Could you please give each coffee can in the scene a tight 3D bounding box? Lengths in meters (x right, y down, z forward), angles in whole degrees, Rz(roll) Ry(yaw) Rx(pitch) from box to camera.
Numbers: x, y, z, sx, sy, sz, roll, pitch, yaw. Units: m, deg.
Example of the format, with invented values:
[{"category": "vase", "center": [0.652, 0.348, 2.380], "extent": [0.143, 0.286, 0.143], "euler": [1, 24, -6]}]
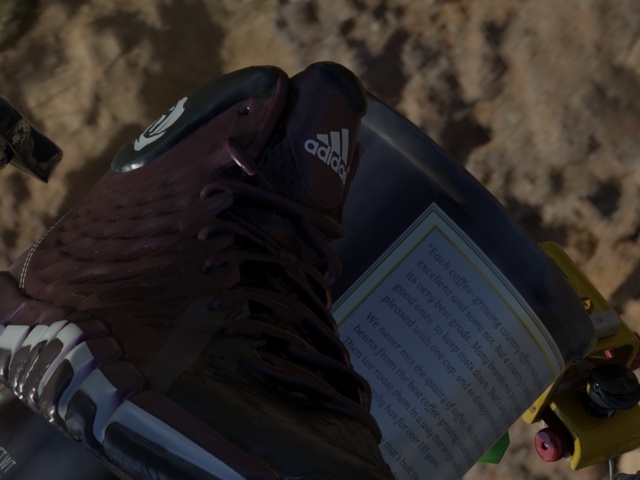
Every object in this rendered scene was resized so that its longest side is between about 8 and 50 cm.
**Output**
[{"category": "coffee can", "center": [-0.027, 0.080, 0.989], "extent": [0.201, 0.201, 0.275], "euler": [44, 83, 6]}]

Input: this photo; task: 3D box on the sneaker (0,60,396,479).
[{"category": "sneaker", "center": [-0.021, 0.011, 0.655], "extent": [0.106, 0.162, 0.281], "euler": [44, 170, -32]}]

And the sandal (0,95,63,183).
[{"category": "sandal", "center": [-0.223, -0.070, 1.209], "extent": [0.097, 0.254, 0.054], "euler": [29, 85, 18]}]

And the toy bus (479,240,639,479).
[{"category": "toy bus", "center": [0.200, 0.094, 1.570], "extent": [0.202, 0.191, 0.104], "euler": [19, 132, -2]}]
